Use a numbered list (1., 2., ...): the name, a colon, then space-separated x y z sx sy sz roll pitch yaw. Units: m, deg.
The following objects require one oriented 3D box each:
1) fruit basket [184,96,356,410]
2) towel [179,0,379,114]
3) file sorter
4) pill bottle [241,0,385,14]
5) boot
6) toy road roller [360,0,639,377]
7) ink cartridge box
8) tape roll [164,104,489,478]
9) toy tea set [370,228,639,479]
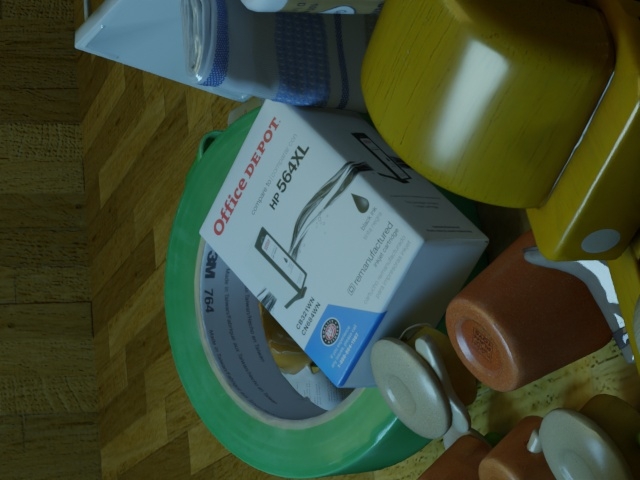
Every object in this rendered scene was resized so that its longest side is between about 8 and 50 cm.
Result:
1. fruit basket: 0.000 0.000 1.807 0.353 0.165 0.327 -17 74 56
2. towel: 0.005 -0.206 1.524 0.034 0.285 0.209 -18 71 49
3. file sorter: -0.079 -0.290 1.778 0.277 0.193 0.173 -37 49 43
4. pill bottle: 0.055 -0.233 1.418 0.131 0.229 0.131 179 90 -72
5. boot: 0.192 0.036 1.227 0.118 0.042 0.087 -11 96 36
6. toy road roller: 0.163 -0.062 1.064 0.202 0.240 0.329 111 152 -51
7. ink cartridge box: 0.013 -0.003 1.508 0.203 0.086 0.148 45 118 34
8. tape roll: -0.001 0.041 1.633 0.321 0.077 0.321 -2 88 43
9. toy tea set: 0.150 0.111 1.394 0.200 0.124 0.336 57 155 2
